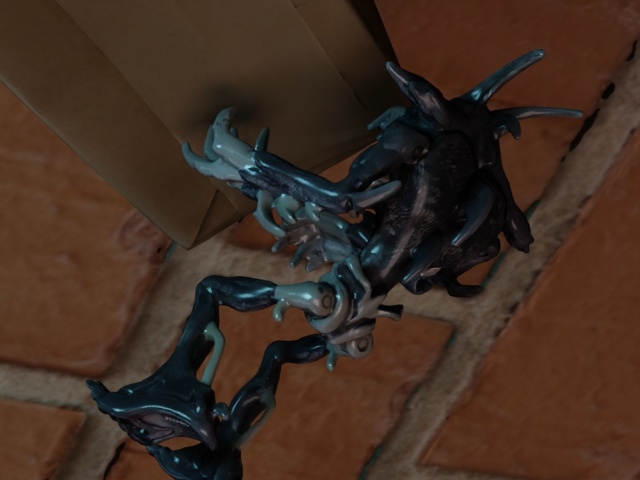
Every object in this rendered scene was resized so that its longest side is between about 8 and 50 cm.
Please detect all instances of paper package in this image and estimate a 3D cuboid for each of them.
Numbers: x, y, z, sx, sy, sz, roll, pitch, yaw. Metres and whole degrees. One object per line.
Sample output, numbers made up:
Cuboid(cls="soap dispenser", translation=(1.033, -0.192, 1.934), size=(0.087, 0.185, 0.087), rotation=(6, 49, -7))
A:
Cuboid(cls="paper package", translation=(-0.109, -0.209, 1.004), size=(0.168, 0.324, 0.309), rotation=(-27, 146, 9))

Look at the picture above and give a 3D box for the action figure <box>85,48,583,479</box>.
Cuboid(cls="action figure", translation=(0.000, 0.000, 0.954), size=(0.275, 0.141, 0.164), rotation=(-47, 139, -8))
